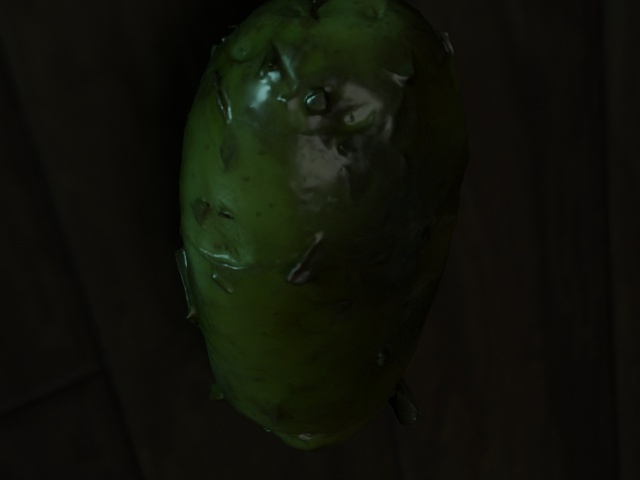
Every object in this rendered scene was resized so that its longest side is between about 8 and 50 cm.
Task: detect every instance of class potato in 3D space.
[{"bbox_3d":[0.000,0.000,0.699,0.117,0.090,0.225,-25,140,-23],"label":"potato"}]
